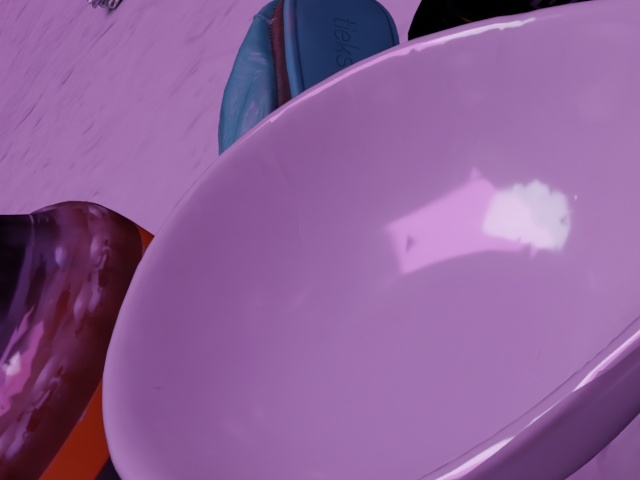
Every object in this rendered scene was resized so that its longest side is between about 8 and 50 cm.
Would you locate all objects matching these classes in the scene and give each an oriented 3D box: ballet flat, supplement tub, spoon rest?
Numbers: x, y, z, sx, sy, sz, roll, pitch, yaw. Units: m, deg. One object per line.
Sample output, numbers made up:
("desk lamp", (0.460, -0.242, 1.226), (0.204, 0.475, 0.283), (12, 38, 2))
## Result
("ballet flat", (0.000, 0.000, 0.635), (0.247, 0.083, 0.087), (-91, 19, -55))
("supplement tub", (-0.044, 0.060, 0.461), (0.106, 0.198, 0.106), (-44, 25, 27))
("spoon rest", (0.075, -0.006, 0.342), (0.276, 0.084, 0.137), (-10, 44, 25))

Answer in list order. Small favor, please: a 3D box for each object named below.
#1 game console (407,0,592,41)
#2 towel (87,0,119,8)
("game console", (0.152, -0.181, 0.496), (0.361, 0.044, 0.213), (-52, -5, 7))
("towel", (-0.122, -0.221, 1.221), (0.113, 0.023, 0.152), (-47, 22, 12))
